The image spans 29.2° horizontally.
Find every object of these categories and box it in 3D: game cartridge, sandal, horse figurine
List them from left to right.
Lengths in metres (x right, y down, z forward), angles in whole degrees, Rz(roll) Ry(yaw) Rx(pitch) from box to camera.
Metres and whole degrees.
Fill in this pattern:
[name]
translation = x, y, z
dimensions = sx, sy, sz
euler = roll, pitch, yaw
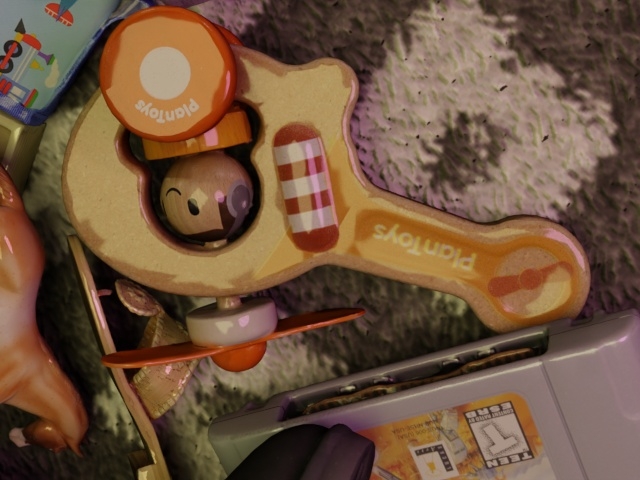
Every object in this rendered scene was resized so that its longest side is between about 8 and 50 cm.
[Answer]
[horse figurine]
translation = -0.258, 0.040, 0.887
dimensions = 0.174, 0.066, 0.263
euler = 3, 105, 1
[sandal]
translation = -0.115, 0.099, 0.899
dimensions = 0.079, 0.088, 0.240
euler = -17, 101, -13
[game cartridge]
translation = 0.094, 0.168, 0.817
dimensions = 0.297, 0.062, 0.198
euler = -18, 107, 19

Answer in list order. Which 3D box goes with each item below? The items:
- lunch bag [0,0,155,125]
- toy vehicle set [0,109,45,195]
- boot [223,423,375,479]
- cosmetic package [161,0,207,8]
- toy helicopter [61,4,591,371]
[lunch bag]
translation = -0.243, -0.236, 0.863
dimensions = 0.293, 0.138, 0.221
euler = 33, 105, -7
[toy vehicle set]
translation = -0.357, -0.068, 0.951
dimensions = 0.266, 0.035, 0.166
euler = 26, 104, 11
[boot]
translation = -0.235, 0.190, 0.783
dimensions = 0.445, 0.146, 0.367
euler = 27, 90, 13
[cosmetic package]
translation = -0.003, -0.215, 0.756
dimensions = 0.231, 0.117, 0.086
euler = -17, 92, 3
[toy helicopter]
translation = 0.000, 0.000, 0.813
dimensions = 0.355, 0.140, 0.235
euler = 17, 96, 0
